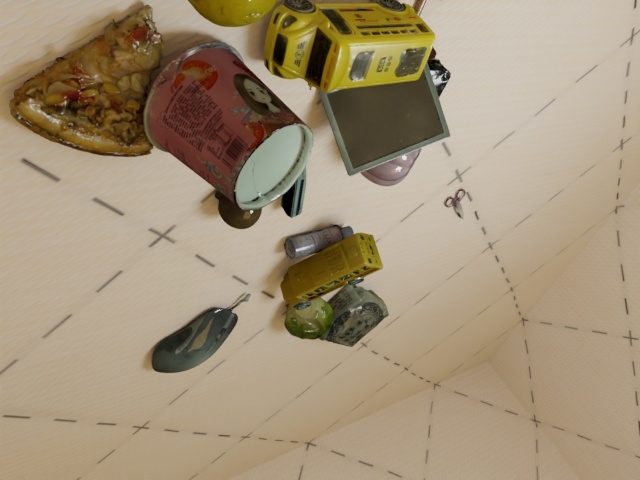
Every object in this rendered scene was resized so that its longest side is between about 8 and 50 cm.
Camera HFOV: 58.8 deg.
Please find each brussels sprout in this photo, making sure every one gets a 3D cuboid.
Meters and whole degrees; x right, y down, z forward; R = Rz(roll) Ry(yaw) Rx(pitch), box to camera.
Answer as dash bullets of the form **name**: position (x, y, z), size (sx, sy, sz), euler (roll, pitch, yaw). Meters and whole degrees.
- **brussels sprout**: position (-0.037, 0.258, 1.923), size (0.161, 0.144, 0.181), euler (11, 150, -6)

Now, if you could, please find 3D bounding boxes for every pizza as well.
- **pizza**: position (-0.353, -0.245, 1.003), size (0.287, 0.074, 0.251), euler (-34, 151, 2)

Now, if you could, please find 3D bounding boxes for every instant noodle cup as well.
- **instant noodle cup**: position (-0.158, -0.200, 1.042), size (0.243, 0.231, 0.243), euler (-41, 159, -20)

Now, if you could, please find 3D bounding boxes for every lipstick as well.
- **lipstick**: position (0.213, -0.502, 1.236), size (0.019, 0.019, 0.094), euler (-11, 142, -34)

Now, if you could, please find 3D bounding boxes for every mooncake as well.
- **mooncake**: position (0.118, 0.290, 2.114), size (0.254, 0.136, 0.250), euler (-44, 144, 13)

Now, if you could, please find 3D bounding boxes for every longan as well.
- **longan**: position (-0.196, -0.085, 1.352), size (0.119, 0.106, 0.106), euler (39, 109, -15)

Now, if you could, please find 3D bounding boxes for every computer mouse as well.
- **computer mouse**: position (-0.348, 0.295, 1.727), size (0.379, 0.090, 0.167), euler (-40, 150, 5)

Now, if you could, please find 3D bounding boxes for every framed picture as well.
- **framed picture**: position (0.150, -0.293, 1.311), size (0.274, 0.217, 0.017), euler (-21, -170, -10)

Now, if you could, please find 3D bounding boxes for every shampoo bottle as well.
- **shampoo bottle**: position (0.000, 0.000, 1.672), size (0.214, 0.072, 0.072), euler (-16, 144, -29)

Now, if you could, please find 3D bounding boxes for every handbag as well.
- **handbag**: position (0.227, -0.387, 1.374), size (0.139, 0.072, 0.115), euler (3, 136, -28)

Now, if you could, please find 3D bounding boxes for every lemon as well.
- **lemon**: position (-0.137, -0.421, 0.870), size (0.173, 0.173, 0.206), euler (-30, 161, -9)

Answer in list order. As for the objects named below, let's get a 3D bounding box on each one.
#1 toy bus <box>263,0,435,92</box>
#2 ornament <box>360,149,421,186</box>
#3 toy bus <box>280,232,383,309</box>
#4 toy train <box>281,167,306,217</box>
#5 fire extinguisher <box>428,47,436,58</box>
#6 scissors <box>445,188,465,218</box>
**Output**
- **toy bus**: position (0.058, -0.382, 1.126), size (0.330, 0.152, 0.144), euler (-15, 145, -30)
- **ornament**: position (0.163, -0.231, 1.425), size (0.177, 0.177, 0.177), euler (-24, 147, -17)
- **toy bus**: position (0.015, 0.094, 1.668), size (0.335, 0.121, 0.123), euler (-27, 159, 28)
- **toy train**: position (-0.058, -0.161, 1.409), size (0.048, 0.055, 0.252), euler (-19, 146, -24)
- **fire extinguisher**: position (0.234, -0.452, 1.324), size (0.046, 0.032, 0.100), euler (-10, 160, 29)
- **scissors**: position (0.488, -0.120, 2.013), size (0.085, 0.022, 0.176), euler (-37, 146, 2)
